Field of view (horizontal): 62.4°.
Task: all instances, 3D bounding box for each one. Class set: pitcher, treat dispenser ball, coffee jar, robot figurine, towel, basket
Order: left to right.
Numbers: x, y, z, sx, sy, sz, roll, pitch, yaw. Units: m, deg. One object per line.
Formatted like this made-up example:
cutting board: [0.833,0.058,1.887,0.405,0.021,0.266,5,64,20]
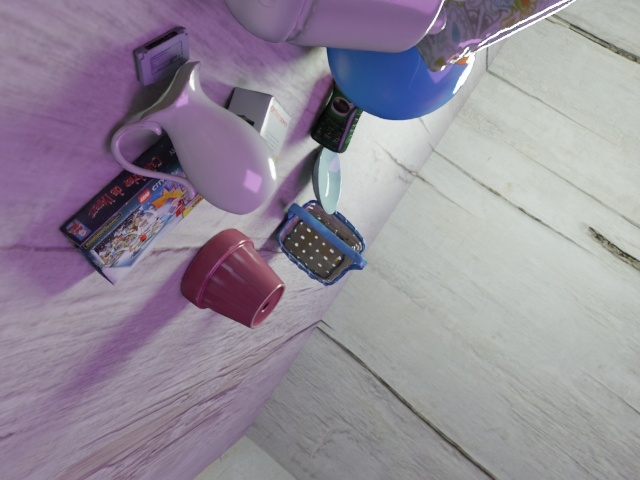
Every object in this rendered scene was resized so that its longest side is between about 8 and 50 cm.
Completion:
pitcher: [-0.174,-0.120,0.763,0.177,0.207,0.125,-41,-150,-2]
basket: [0.000,0.000,1.508,0.201,0.254,0.289,-49,-176,-7]
robot figurine: [0.020,-0.347,0.663,0.353,0.200,0.300,-4,162,-24]
coffee jar: [0.055,-0.307,1.258,0.184,0.096,0.079,-61,168,27]
treat dispenser ball: [0.154,-0.378,1.013,0.288,0.288,0.288,-50,166,-18]
towel: [0.253,-0.489,0.858,0.374,0.321,0.090,-30,180,-16]

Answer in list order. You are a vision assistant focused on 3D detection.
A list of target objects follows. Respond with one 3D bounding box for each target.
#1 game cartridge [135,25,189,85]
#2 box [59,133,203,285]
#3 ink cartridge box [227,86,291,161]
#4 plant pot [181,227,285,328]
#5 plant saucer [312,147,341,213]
game cartridge: [-0.208,-0.241,0.697,0.083,0.017,0.056,-46,160,-33]
box: [-0.280,-0.052,0.841,0.233,0.044,0.159,-49,165,-22]
ink cartridge box: [-0.126,-0.165,0.944,0.127,0.072,0.175,23,84,-76]
plant pot: [-0.189,0.102,1.234,0.201,0.180,0.201,-51,166,-17]
plant saucer: [0.012,-0.169,1.454,0.195,0.037,0.195,2,90,-69]
